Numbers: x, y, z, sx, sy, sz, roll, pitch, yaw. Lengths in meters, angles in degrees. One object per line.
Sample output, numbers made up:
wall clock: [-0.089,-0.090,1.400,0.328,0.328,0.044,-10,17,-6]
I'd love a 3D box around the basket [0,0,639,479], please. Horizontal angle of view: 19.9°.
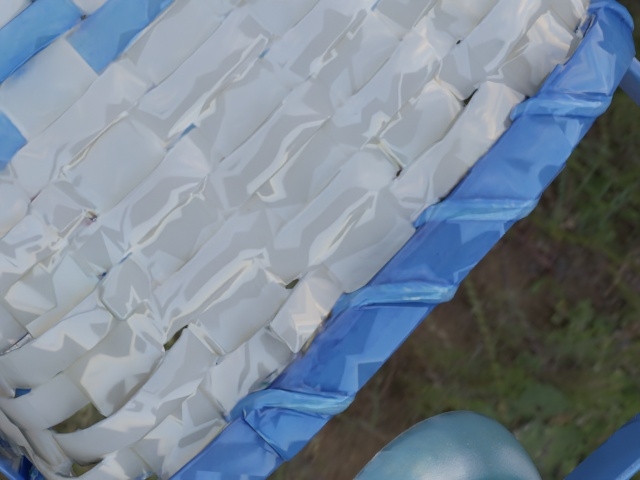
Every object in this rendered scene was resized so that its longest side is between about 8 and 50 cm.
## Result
basket: [0.000,0.000,0.586,0.255,0.201,0.289,-43,107,-8]

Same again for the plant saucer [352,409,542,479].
plant saucer: [0.074,0.272,1.221,0.043,0.318,0.317,15,50,37]
